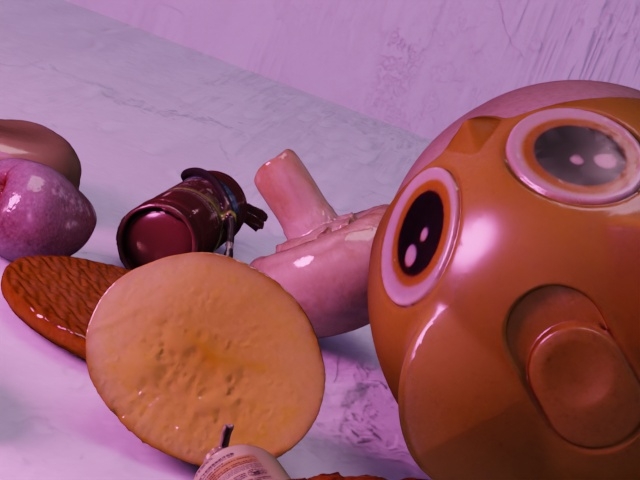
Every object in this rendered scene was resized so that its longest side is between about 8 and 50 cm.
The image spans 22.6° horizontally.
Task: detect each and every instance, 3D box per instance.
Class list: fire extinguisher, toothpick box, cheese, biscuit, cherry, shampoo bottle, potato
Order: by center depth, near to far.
[{"bbox_3d":[-0.054,0.204,1.219,0.079,0.079,0.162,14,14,-26],"label":"shampoo bottle"},{"bbox_3d":[-0.095,0.110,1.406,0.203,0.178,0.158,9,-10,2],"label":"potato"},{"bbox_3d":[0.242,0.049,1.547,0.408,0.409,0.425,20,19,1],"label":"toothpick box"},{"bbox_3d":[-0.196,0.080,1.596,0.262,0.037,0.262,19,13,-5],"label":"biscuit"},{"bbox_3d":[-0.325,-0.042,1.735,0.148,0.115,0.188,-14,26,-34],"label":"cherry"},{"bbox_3d":[-0.385,-0.095,1.898,0.202,0.091,0.175,7,17,-45],"label":"cheese"},{"bbox_3d":[-0.141,-0.022,1.949,0.141,0.105,0.341,36,15,3],"label":"fire extinguisher"}]

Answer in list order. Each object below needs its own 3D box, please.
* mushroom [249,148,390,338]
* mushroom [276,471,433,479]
[{"bbox_3d":[0.000,0.000,1.789,0.215,0.207,0.207,61,15,-3],"label":"mushroom"},{"bbox_3d":[0.010,0.227,1.021,0.253,0.153,0.253,-2,-2,0],"label":"mushroom"}]
